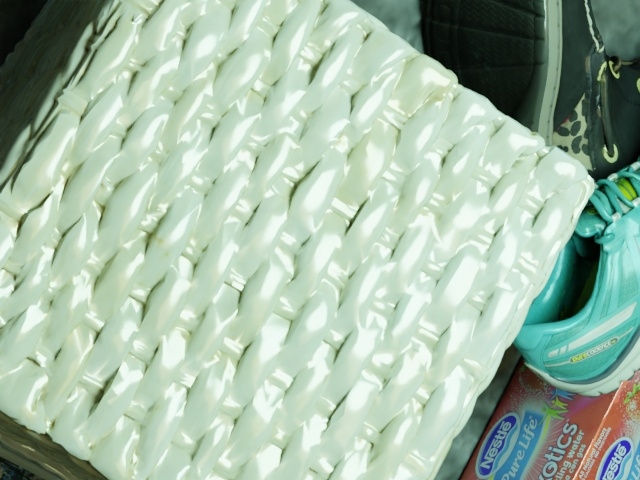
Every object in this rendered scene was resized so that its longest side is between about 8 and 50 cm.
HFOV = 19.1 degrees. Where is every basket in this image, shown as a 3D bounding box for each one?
[{"bbox_3d":[-0.070,0.013,1.169,0.328,0.266,0.331,34,82,-14],"label":"basket"}]

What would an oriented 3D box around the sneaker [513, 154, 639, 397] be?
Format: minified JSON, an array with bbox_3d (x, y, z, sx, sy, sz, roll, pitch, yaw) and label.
[{"bbox_3d":[0.239,-0.012,1.427,0.110,0.107,0.275,31,88,-32],"label":"sneaker"}]

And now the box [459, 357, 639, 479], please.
[{"bbox_3d":[0.205,0.204,1.565,0.128,0.122,0.257,38,74,-35],"label":"box"}]

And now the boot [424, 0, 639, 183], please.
[{"bbox_3d":[0.238,-0.129,1.528,0.284,0.138,0.377,-22,114,-32],"label":"boot"}]

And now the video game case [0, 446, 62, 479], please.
[{"bbox_3d":[-0.254,0.217,1.285,0.190,0.022,0.173,35,77,-35],"label":"video game case"}]
